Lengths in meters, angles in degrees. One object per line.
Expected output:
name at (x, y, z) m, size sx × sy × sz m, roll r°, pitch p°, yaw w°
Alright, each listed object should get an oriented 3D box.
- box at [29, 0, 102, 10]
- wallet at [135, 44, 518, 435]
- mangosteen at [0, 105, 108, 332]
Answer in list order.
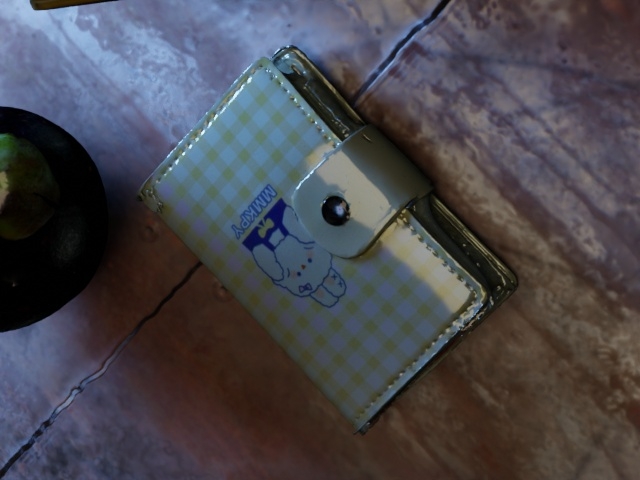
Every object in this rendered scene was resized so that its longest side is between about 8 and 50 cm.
box at (0.004, -0.271, 1.163) m, size 0.416 × 0.264 × 0.115 m, roll -5°, pitch 100°, yaw 25°
wallet at (0.000, 0.000, 1.336) m, size 0.309 × 0.077 × 0.223 m, roll 47°, pitch 118°, yaw 7°
mangosteen at (-0.312, -0.018, 1.366) m, size 0.243 × 0.243 × 0.242 m, roll 5°, pitch 104°, yaw 21°
